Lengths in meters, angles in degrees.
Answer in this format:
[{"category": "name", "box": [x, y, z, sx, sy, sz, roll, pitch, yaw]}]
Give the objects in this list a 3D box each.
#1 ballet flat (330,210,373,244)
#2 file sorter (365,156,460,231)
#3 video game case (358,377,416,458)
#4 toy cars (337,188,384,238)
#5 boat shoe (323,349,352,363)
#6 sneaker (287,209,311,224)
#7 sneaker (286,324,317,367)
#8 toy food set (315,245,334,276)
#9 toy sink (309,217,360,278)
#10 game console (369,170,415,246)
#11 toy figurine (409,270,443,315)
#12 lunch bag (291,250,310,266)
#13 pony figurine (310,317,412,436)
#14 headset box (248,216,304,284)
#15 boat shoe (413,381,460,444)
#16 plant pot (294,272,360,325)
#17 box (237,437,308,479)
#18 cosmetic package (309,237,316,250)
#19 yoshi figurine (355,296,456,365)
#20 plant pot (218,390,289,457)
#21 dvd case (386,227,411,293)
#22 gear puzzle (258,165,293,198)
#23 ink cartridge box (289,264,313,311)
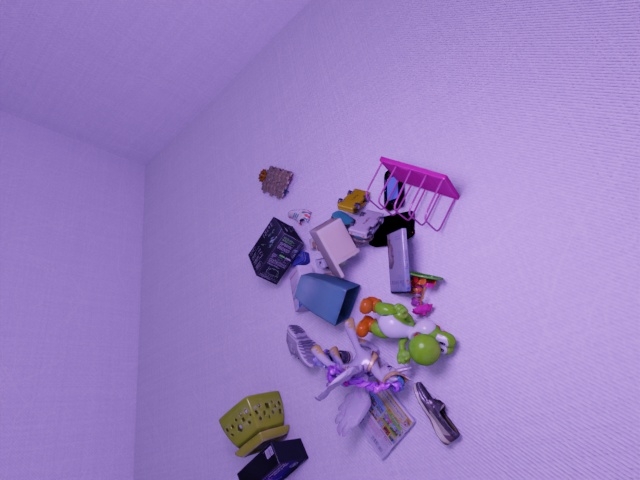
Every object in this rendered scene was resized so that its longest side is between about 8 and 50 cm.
[{"category": "ballet flat", "box": [0.152, -0.039, 1.878, 0.108, 0.106, 0.316, -22, 33, -14]}, {"category": "file sorter", "box": [0.357, -0.178, 1.632, 0.291, 0.202, 0.182, 26, 88, 36]}, {"category": "video game case", "box": [0.236, 0.688, 1.610, 0.206, 0.026, 0.227, -56, 46, 13]}, {"category": "toy cars", "box": [0.173, -0.107, 1.807, 0.393, 0.177, 0.087, -109, 15, -55]}, {"category": "boat shoe", "box": [0.043, 0.519, 1.818, 0.206, 0.065, 0.075, -18, 67, 39]}, {"category": "sneaker", "box": [-0.120, -0.120, 2.195, 0.162, 0.057, 0.075, -4, 68, 39]}, {"category": "sneaker", "box": [-0.086, 0.511, 1.922, 0.281, 0.105, 0.115, -134, 55, -60]}, {"category": "toy food set", "box": [0.016, 0.119, 1.938, 0.105, 0.111, 0.231, -8, 102, 41]}, {"category": "toy sink", "box": [0.074, 0.029, 1.794, 0.131, 0.234, 0.153, -30, 8, -10]}, {"category": "game console", "box": [0.312, -0.153, 1.818, 0.213, 0.044, 0.360, -12, 67, 40]}, {"category": "toy figurine", "box": [0.383, 0.208, 1.594, 0.173, 0.130, 0.159, -166, 85, -66]}, {"category": "lunch bag", "box": [-0.103, 0.094, 2.100, 0.099, 0.065, 0.067, -30, 57, 33]}, {"category": "pony figurine", "box": [0.122, 0.509, 1.578, 0.351, 0.302, 0.364, -35, 39, -15]}, {"category": "headset box", "box": [-0.232, 0.040, 2.142, 0.282, 0.131, 0.246, -56, 29, 9]}, {"category": "boat shoe", "box": [0.410, 0.596, 1.448, 0.073, 0.080, 0.223, -40, 58, 20]}, {"category": "plant pot", "box": [0.020, 0.235, 1.802, 0.235, 0.166, 0.165, 22, 101, 24]}, {"category": "box", "box": [-0.209, 0.991, 1.806, 0.261, 0.185, 0.103, -49, 51, 19]}, {"category": "cosmetic package", "box": [0.000, 0.000, 2.054, 0.115, 0.041, 0.060, -31, 56, 32]}, {"category": "yoshi figurine", "box": [0.301, 0.342, 1.508, 0.363, 0.203, 0.202, 16, 68, 28]}, {"category": "plant pot", "box": [-0.295, 0.857, 1.912, 0.228, 0.227, 0.207, -46, 57, 21]}, {"category": "dvd case", "box": [0.311, 0.086, 1.648, 0.180, 0.022, 0.252, 143, 124, -77]}, {"category": "gear puzzle", "box": [-0.276, -0.350, 2.437, 0.339, 0.044, 0.175, 26, 95, 47]}, {"category": "ink cartridge box", "box": [-0.083, 0.233, 1.989, 0.139, 0.082, 0.190, 124, 142, -53]}]
